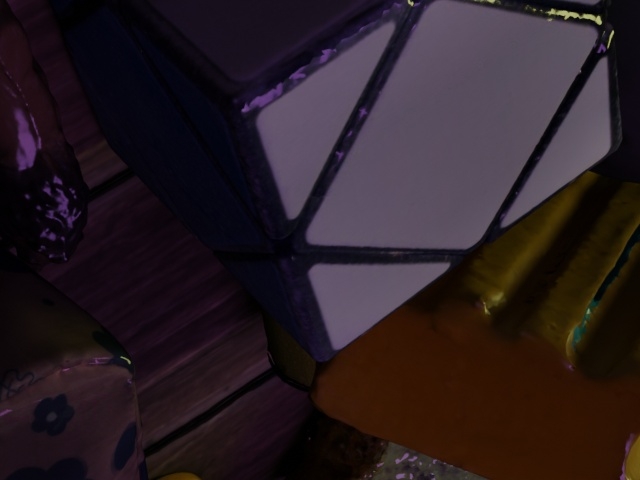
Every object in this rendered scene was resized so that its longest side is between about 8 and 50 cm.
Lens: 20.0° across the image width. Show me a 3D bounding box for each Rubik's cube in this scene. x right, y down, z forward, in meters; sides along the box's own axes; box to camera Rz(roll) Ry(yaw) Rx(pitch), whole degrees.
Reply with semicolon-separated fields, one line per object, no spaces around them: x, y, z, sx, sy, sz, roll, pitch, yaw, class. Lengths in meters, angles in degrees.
0.002;-0.107;0.880;0.207;0.205;0.205;-35;145;-12;Rubik's cube

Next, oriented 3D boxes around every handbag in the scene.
-0.230;0.099;0.866;0.251;0.193;0.190;-27;140;-25;handbag

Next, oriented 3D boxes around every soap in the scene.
0.135;0.023;1.055;0.324;0.204;0.096;-42;149;-59;soap

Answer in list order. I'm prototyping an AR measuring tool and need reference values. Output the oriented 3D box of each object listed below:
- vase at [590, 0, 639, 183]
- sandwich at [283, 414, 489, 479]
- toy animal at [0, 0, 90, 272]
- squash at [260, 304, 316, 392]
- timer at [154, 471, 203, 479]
0.196;-0.175;1.003;0.245;0.245;0.291;-31;149;-19;vase
0.105;0.096;1.304;0.226;0.087;0.251;-4;129;-45;sandwich
-0.164;-0.085;0.856;0.069;0.086;0.220;-36;127;-17;toy animal
0.000;0.000;1.098;0.095;0.095;0.188;-30;138;-21;squash
-0.078;0.307;1.195;0.233;0.240;0.233;-28;142;-24;timer
